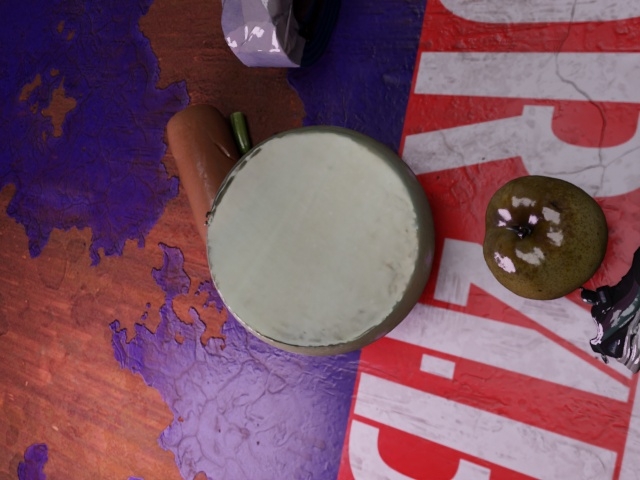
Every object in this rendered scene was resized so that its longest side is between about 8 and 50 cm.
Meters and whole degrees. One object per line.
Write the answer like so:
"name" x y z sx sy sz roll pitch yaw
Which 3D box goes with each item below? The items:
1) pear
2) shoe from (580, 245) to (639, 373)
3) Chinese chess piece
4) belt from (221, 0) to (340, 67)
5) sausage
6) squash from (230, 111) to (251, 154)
"pear" 0.294 -0.002 0.814 0.167 0.136 0.167 -6 80 35
"shoe" 0.385 0.081 0.794 0.099 0.071 0.169 12 95 34
"Chinese chess piece" 0.000 0.000 0.940 0.349 0.146 0.349 -1 86 13
"belt" -0.053 -0.465 1.027 0.117 0.212 0.347 10 86 30
"sausage" -0.191 -0.103 1.125 0.121 0.121 0.304 -31 69 25
"squash" -0.151 -0.202 1.166 0.027 0.027 0.083 -22 74 27
